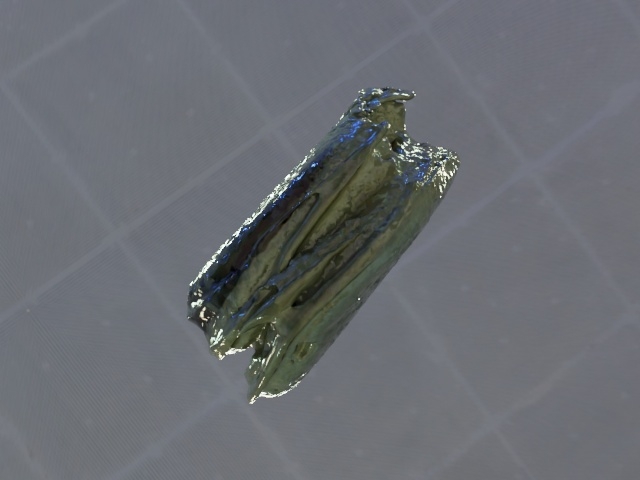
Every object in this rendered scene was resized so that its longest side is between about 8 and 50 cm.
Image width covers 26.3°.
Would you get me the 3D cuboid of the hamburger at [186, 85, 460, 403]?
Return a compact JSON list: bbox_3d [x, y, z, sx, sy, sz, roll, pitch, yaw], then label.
[{"bbox_3d":[0.000,0.000,0.570,0.062,0.133,0.140,40,-143,1],"label":"hamburger"}]
